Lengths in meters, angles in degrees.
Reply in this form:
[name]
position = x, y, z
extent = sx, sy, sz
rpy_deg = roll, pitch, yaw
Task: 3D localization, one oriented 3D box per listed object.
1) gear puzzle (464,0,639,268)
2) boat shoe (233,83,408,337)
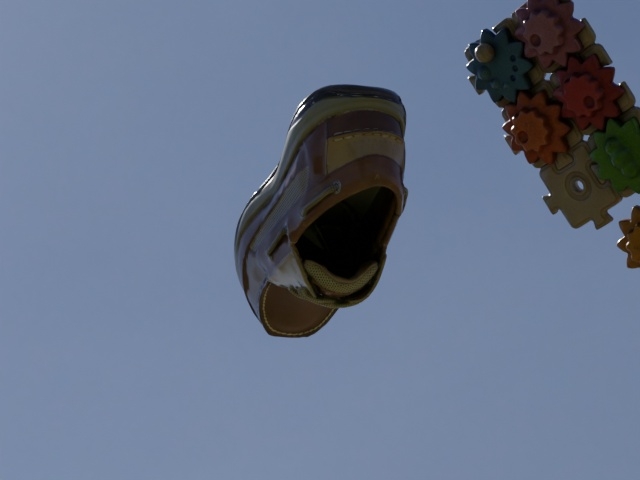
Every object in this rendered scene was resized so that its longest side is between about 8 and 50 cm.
[gear puzzle]
position = 0.279, -0.097, 2.097
extent = 0.044, 0.339, 0.175
rpy_deg = -27, -6, -47
[boat shoe]
position = 0.000, 0.000, 1.722
extent = 0.122, 0.120, 0.324
rpy_deg = -2, -35, -15
